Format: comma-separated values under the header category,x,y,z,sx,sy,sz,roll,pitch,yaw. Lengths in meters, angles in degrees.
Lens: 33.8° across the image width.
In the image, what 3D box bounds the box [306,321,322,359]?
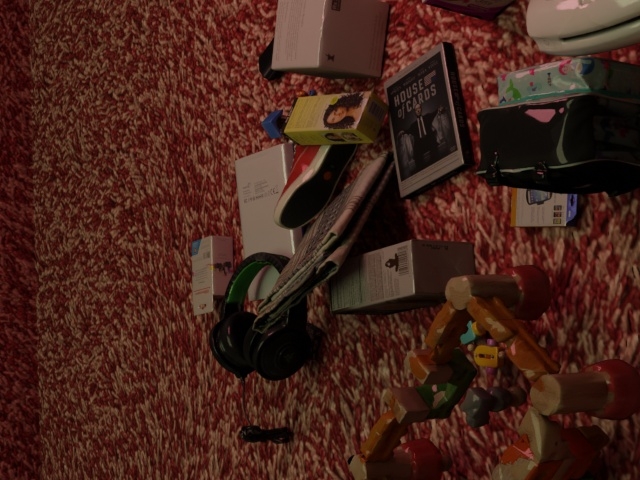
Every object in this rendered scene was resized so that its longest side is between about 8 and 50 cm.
category,x,y,z,sx,sy,sz,roll,pitch,yaw
box,-0.032,0.206,2.205,0.083,0.018,0.067,22,104,55

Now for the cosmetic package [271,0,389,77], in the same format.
category,x,y,z,sx,sy,sz,roll,pitch,yaw
cosmetic package,0.017,-0.404,2.083,0.184,0.151,0.151,13,98,56

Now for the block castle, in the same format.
category,x,y,z,sx,sy,sz,roll,pitch,yaw
block castle,0.261,0.290,1.581,0.303,0.213,0.453,52,128,41

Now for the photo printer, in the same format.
category,x,y,z,sx,sy,sz,roll,pitch,yaw
photo printer,0.424,-0.367,1.381,0.256,0.107,0.307,-6,42,54

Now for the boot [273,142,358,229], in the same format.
category,x,y,z,sx,sy,sz,roll,pitch,yaw
boot,-0.039,-0.151,2.170,0.244,0.088,0.176,-56,39,6

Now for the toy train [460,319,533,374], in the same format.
category,x,y,z,sx,sy,sz,roll,pitch,yaw
toy train,0.285,0.147,1.725,0.166,0.046,0.125,41,118,46

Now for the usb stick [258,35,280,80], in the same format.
category,x,y,z,sx,sy,sz,roll,pitch,yaw
usb stick,-0.056,-0.455,2.293,0.278,0.045,0.077,-45,44,44

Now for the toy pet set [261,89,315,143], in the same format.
category,x,y,z,sx,sy,sz,roll,pitch,yaw
toy pet set,-0.072,-0.264,2.275,0.114,0.065,0.122,-1,85,56

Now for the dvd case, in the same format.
category,x,y,z,sx,sy,sz,roll,pitch,yaw
dvd case,0.193,-0.216,1.914,0.179,0.030,0.238,-29,63,50

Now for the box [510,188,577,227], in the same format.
category,x,y,z,sx,sy,sz,roll,pitch,yaw
box,0.357,-0.061,1.656,0.136,0.028,0.081,1,88,54

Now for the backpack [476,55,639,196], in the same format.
category,x,y,z,sx,sy,sz,roll,pitch,yaw
backpack,0.365,-0.149,1.456,0.225,0.254,0.191,-2,81,57

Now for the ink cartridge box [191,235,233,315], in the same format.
category,x,y,z,sx,sy,sz,roll,pitch,yaw
ink cartridge box,-0.257,0.086,2.512,0.104,0.062,0.181,-16,73,55

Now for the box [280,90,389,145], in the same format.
category,x,y,z,sx,sy,sz,roll,pitch,yaw
box,0.024,-0.235,2.044,0.232,0.058,0.087,2,66,50

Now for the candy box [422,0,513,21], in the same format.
category,x,y,z,sx,sy,sz,roll,pitch,yaw
candy box,0.225,-0.498,1.782,0.071,0.159,0.233,-39,56,45

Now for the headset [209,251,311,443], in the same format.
category,x,y,z,sx,sy,sz,roll,pitch,yaw
headset,-0.109,0.226,2.206,0.243,0.185,0.394,-1,79,51

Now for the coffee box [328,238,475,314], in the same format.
category,x,y,z,sx,sy,sz,roll,pitch,yaw
coffee box,0.140,0.069,1.861,0.246,0.141,0.098,-19,71,55

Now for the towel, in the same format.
category,x,y,z,sx,sy,sz,roll,pitch,yaw
towel,0.000,0.000,1.992,0.312,0.056,0.324,-41,14,46

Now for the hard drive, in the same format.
category,x,y,z,sx,sy,sz,roll,pitch,yaw
hard drive,-0.107,-0.035,2.292,0.210,0.040,0.318,-12,83,55
